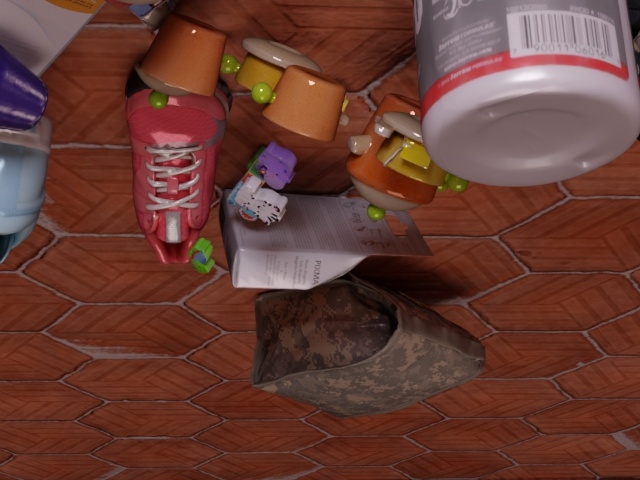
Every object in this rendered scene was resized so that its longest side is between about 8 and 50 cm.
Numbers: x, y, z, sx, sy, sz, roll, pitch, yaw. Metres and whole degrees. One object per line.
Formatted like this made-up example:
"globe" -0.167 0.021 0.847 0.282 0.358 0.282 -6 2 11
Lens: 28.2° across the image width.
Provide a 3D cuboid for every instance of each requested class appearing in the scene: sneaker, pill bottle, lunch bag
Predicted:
"sneaker" -0.155 -0.072 1.415 0.116 0.136 0.314 -1 155 -4
"sneaker" -0.375 -0.044 1.369 0.135 0.150 0.366 10 171 -17
"pill bottle" 0.149 -0.200 0.974 0.161 0.283 0.161 -1 156 -1
"lunch bag" 0.076 0.154 1.893 0.287 0.169 0.235 -14 153 36

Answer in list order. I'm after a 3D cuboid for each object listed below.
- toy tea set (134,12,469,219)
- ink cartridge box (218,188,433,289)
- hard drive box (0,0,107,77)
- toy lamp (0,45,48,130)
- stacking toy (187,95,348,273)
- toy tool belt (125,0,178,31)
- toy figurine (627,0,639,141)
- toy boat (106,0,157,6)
"toy tea set" -0.018 -0.106 1.227 0.336 0.124 0.200 24 -166 6
"ink cartridge box" 0.000 0.000 1.543 0.232 0.189 0.066 7 112 -13
"hard drive box" -0.303 -0.229 1.118 0.181 0.089 0.232 15 151 -31
"toy lamp" -0.354 -0.162 1.062 0.274 0.080 0.080 24 145 -39
"stacking toy" -0.061 -0.062 1.405 0.052 0.167 0.221 36 146 -7
"toy tool belt" -0.160 -0.235 1.175 0.051 0.052 0.083 -40 151 6
"toy figurine" 0.240 -0.158 1.237 0.213 0.148 0.209 -14 153 25
"toy boat" -0.191 -0.282 0.985 0.151 0.151 0.231 22 174 36
